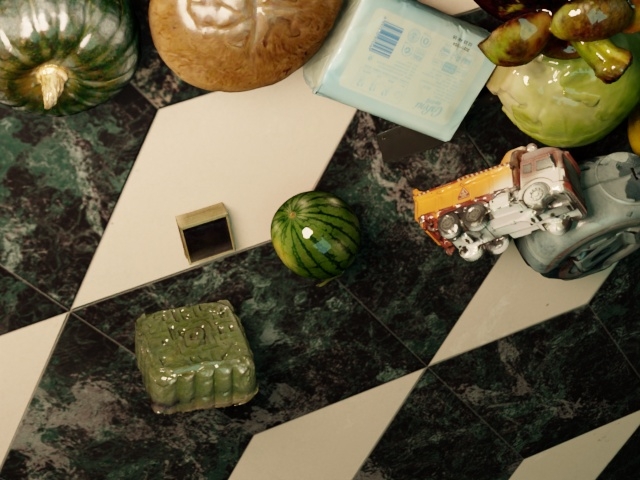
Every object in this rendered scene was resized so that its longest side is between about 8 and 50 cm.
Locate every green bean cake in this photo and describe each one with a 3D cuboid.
[{"bbox_3d":[-0.201,0.182,1.485,0.181,0.173,0.094,-7,128,-18],"label":"green bean cake"}]

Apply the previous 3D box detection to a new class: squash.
[{"bbox_3d":[-0.322,-0.244,1.103,0.218,0.172,0.218,-11,128,-15],"label":"squash"}]

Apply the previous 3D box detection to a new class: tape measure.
[{"bbox_3d":[0.475,-0.037,1.609,0.275,0.147,0.256,-28,154,16],"label":"tape measure"}]

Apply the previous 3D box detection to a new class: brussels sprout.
[{"bbox_3d":[0.382,-0.253,1.404,0.244,0.244,0.244,-13,129,-16],"label":"brussels sprout"}]

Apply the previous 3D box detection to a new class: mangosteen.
[{"bbox_3d":[0.317,-0.395,1.209,0.330,0.330,0.330,-13,129,-16],"label":"mangosteen"}]

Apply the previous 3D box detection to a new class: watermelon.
[{"bbox_3d":[0.000,0.000,1.472,0.141,0.140,0.187,-37,145,4],"label":"watermelon"}]

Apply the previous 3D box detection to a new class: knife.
[{"bbox_3d":[0.210,-0.193,1.503,0.245,0.019,0.072,-23,133,-4],"label":"knife"}]

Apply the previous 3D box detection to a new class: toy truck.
[{"bbox_3d":[0.292,-0.059,1.505,0.270,0.135,0.114,-19,140,30],"label":"toy truck"}]

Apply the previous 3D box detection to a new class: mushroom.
[{"bbox_3d":[-0.096,-0.323,1.170,0.278,0.146,0.278,-10,121,-16],"label":"mushroom"}]

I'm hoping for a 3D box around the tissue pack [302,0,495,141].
[{"bbox_3d":[0.121,-0.267,1.354,0.263,0.089,0.177,14,116,-34],"label":"tissue pack"}]

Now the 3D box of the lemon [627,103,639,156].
[{"bbox_3d":[0.628,-0.194,1.592,0.203,0.178,0.178,15,117,-30],"label":"lemon"}]

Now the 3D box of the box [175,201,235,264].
[{"bbox_3d":[-0.180,-0.009,1.441,0.079,0.035,0.083,-19,130,-12],"label":"box"}]
